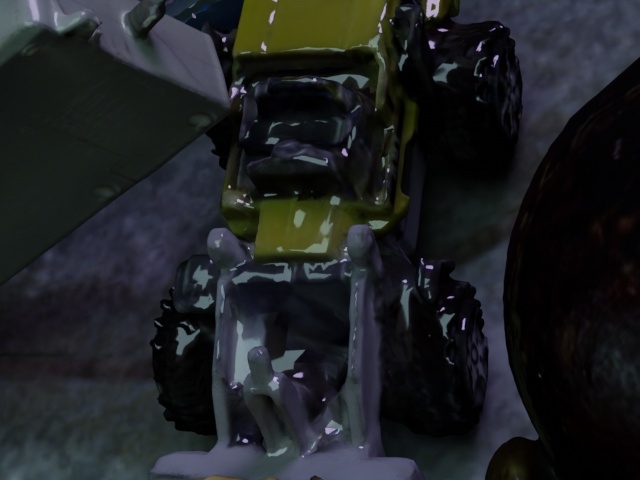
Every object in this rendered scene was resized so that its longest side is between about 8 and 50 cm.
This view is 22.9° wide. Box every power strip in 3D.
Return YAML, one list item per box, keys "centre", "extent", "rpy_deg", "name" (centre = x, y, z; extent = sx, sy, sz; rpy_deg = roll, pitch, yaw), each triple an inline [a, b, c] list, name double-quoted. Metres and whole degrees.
- centre: [-0.184, 0.002, 0.644]
  extent: [0.367, 0.106, 0.043]
  rpy_deg: [-34, 57, 27]
  name: "power strip"

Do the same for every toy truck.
- centre: [0.000, 0.000, 0.629]
  extent: [0.136, 0.111, 0.285]
  rpy_deg: [-2, 67, 20]
  name: "toy truck"

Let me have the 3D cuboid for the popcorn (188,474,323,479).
- centre: [-0.003, 0.155, 0.521]
  extent: [0.148, 0.167, 0.152]
  rpy_deg: [20, 48, 34]
  name: "popcorn"

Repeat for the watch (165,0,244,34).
- centre: [-0.026, -0.170, 0.751]
  extent: [0.275, 0.068, 0.276]
  rpy_deg: [-7, 63, 19]
  name: "watch"

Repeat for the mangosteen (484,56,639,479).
- centre: [0.151, 0.053, 0.484]
  extent: [0.228, 0.228, 0.265]
  rpy_deg: [45, 110, 33]
  name: "mangosteen"
